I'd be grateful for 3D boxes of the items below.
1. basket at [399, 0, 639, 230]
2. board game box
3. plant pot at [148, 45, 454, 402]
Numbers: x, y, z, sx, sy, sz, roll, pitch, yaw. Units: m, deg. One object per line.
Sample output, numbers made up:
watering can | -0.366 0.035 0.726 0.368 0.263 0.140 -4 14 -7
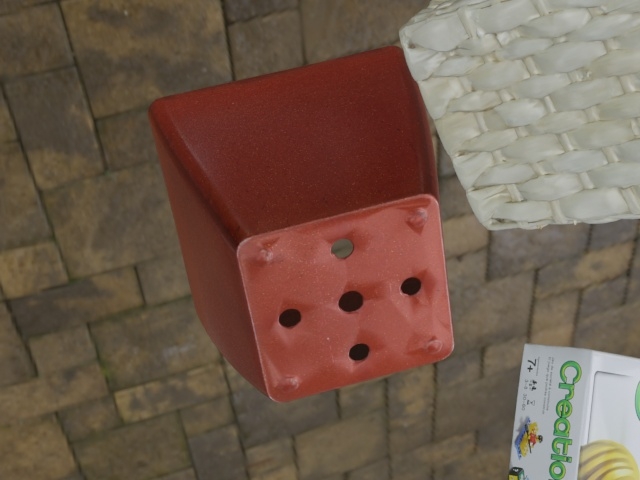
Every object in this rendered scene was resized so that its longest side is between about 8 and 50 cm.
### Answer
basket | 0.129 -0.074 0.454 0.103 0.167 0.113 -40 111 -37
board game box | 0.226 0.177 0.695 0.305 0.193 0.053 13 172 -40
plant pot | 0.000 0.000 1.093 0.267 0.236 0.267 -14 121 -6
